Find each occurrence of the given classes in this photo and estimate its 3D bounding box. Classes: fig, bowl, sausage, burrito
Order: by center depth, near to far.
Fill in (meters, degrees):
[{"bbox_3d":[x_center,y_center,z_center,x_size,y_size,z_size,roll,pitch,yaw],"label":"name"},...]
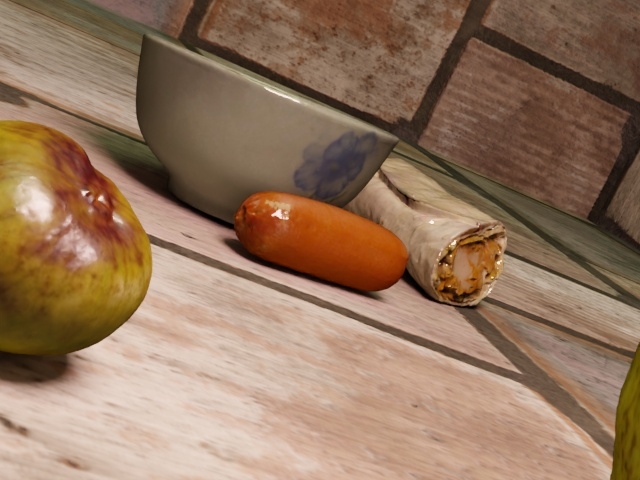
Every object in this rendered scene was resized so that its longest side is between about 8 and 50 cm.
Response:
[{"bbox_3d":[-0.165,-0.002,0.677,0.153,0.120,0.136,32,7,34],"label":"fig"},{"bbox_3d":[0.000,0.000,1.205,0.198,0.076,0.076,17,13,-37],"label":"sausage"},{"bbox_3d":[-0.075,-0.096,1.293,0.289,0.146,0.289,22,7,-3],"label":"bowl"},{"bbox_3d":[0.120,-0.014,1.497,0.143,0.105,0.299,8,19,-30],"label":"burrito"}]

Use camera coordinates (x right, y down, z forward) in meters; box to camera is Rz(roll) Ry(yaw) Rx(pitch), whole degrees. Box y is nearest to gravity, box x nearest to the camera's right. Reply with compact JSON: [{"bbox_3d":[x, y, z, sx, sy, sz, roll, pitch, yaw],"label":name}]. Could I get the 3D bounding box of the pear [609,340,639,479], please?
[{"bbox_3d":[0.335,0.128,0.583,0.391,0.391,0.391,25,10,-5],"label":"pear"}]
